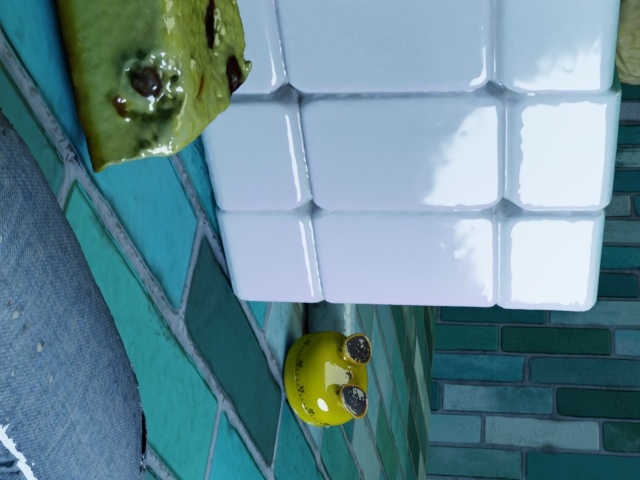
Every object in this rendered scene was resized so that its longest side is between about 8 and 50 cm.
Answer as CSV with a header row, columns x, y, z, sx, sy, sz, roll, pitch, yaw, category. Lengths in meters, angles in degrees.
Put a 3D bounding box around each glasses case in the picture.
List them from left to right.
x,y,z,sx,sy,sz,roll,pitch,yaw,category
-0.133,0.050,0.412,0.282,0.067,0.109,76,15,-45,glasses case

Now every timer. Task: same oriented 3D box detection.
x,y,z,sx,sy,sz,roll,pitch,yaw,category
0.000,0.154,1.055,0.107,0.109,0.107,19,65,-46,timer

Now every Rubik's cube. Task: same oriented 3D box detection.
x,y,z,sx,sy,sz,roll,pitch,yaw,category
0.083,-0.157,0.824,0.322,0.319,0.316,-74,161,-49,Rubik's cube

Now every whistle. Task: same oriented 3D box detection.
x,y,z,sx,sy,sz,roll,pitch,yaw,category
0.014,0.064,1.137,0.062,0.062,0.312,-16,106,-78,whistle

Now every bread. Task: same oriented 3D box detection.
x,y,z,sx,sy,sz,roll,pitch,yaw,category
-0.103,-0.228,0.512,0.138,0.077,0.361,-65,154,-61,bread

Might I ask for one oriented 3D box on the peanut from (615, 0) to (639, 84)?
x,y,z,sx,sy,sz,roll,pitch,yaw,category
0.300,-0.233,0.855,0.226,0.095,0.108,79,13,-45,peanut
